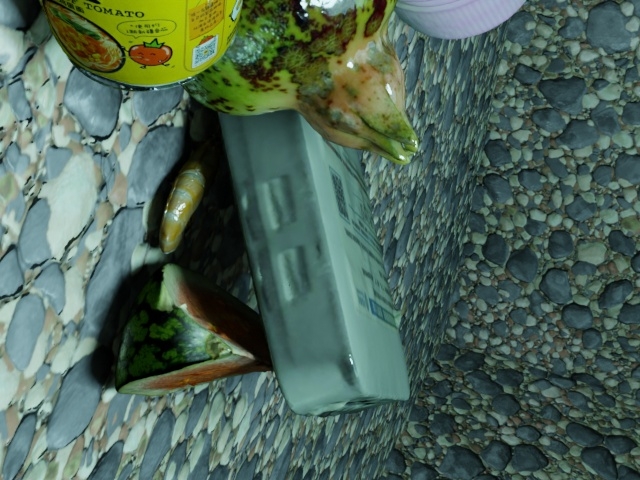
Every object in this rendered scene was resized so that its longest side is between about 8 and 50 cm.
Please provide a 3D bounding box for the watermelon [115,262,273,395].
[{"bbox_3d":[-0.130,0.086,1.055,0.303,0.159,0.128,34,45,-75],"label":"watermelon"}]

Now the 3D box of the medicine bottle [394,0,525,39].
[{"bbox_3d":[0.093,-0.372,1.032,0.388,0.219,0.219,31,76,-60],"label":"medicine bottle"}]

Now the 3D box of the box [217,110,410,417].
[{"bbox_3d":[-0.001,0.000,1.144,0.396,0.111,0.396,37,39,-73],"label":"box"}]

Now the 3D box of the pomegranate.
[{"bbox_3d":[-0.010,-0.192,0.881,0.222,0.277,0.204,-38,-151,51],"label":"pomegranate"}]

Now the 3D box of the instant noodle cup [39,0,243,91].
[{"bbox_3d":[-0.123,-0.200,0.689,0.144,0.182,0.182,98,15,-60],"label":"instant noodle cup"}]

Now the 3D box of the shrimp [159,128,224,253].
[{"bbox_3d":[-0.129,-0.049,1.058,0.095,0.045,0.162,89,17,-45],"label":"shrimp"}]
